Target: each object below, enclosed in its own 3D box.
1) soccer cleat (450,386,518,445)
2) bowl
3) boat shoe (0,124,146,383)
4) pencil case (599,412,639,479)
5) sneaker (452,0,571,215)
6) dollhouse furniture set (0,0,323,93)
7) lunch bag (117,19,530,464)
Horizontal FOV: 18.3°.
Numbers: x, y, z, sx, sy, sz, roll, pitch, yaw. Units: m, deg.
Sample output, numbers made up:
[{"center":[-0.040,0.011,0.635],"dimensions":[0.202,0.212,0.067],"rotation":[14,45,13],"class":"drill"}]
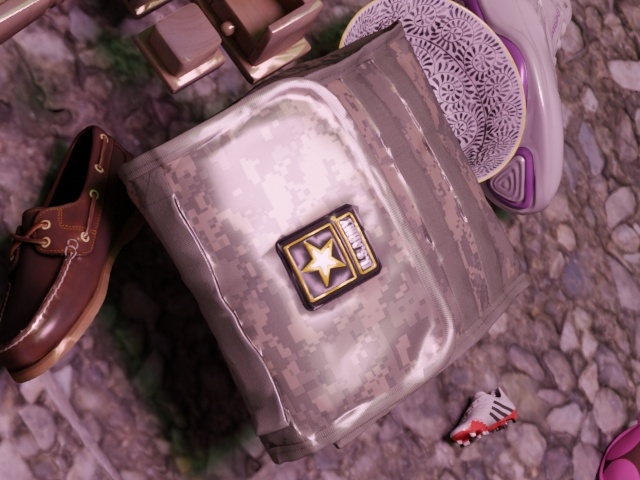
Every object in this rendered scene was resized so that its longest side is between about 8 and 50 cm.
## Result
[{"center":[0.127,0.140,1.599],"dimensions":[0.083,0.029,0.036],"rotation":[-15,74,-49],"class":"soccer cleat"},{"center":[0.073,-0.108,1.607],"dimensions":[0.170,0.080,0.170],"rotation":[10,66,-24],"class":"bowl"},{"center":[-0.177,0.005,1.341],"dimensions":[0.073,0.073,0.207],"rotation":[54,35,-27],"class":"boat shoe"},{"center":[0.336,0.236,1.709],"dimensions":[0.209,0.095,0.098],"rotation":[45,32,-22],"class":"pencil case"},{"center":[0.175,-0.170,1.715],"dimensions":[0.152,0.114,0.305],"rotation":[3,70,-41],"class":"sneaker"},{"center":[-0.235,-0.157,1.344],"dimensions":[0.355,0.174,0.303],"rotation":[-33,83,-25],"class":"dollhouse furniture set"},{"center":[0.000,0.000,1.407],"dimensions":[0.235,0.169,0.287],"rotation":[63,32,-7],"class":"lunch bag"}]
